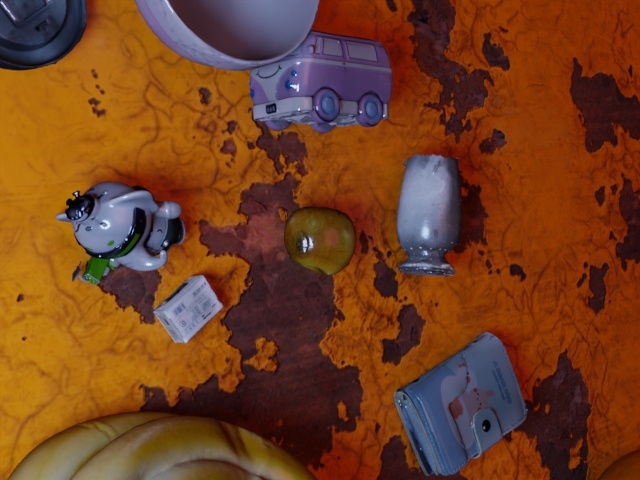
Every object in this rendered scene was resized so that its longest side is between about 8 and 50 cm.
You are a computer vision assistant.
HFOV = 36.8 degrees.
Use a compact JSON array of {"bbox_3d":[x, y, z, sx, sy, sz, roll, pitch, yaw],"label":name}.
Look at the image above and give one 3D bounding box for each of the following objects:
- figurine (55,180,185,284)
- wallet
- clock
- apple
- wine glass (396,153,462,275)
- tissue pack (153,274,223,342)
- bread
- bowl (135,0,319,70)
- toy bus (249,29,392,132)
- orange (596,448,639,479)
[{"bbox_3d":[-0.255,-0.020,1.246,0.192,0.147,0.126,22,50,-56],"label":"figurine"},{"bbox_3d":[0.249,0.285,1.668,0.250,0.075,0.176,-25,95,-40],"label":"wallet"},{"bbox_3d":[-0.389,-0.305,1.219,0.185,0.040,0.184,6,80,-39],"label":"clock"},{"bbox_3d":[0.000,0.000,1.474,0.114,0.099,0.102,17,76,-41],"label":"apple"},{"bbox_3d":[0.185,-0.040,1.624,0.111,0.111,0.204,8,82,-40],"label":"wine glass"},{"bbox_3d":[-0.184,0.096,1.341,0.083,0.042,0.062,-45,111,-34],"label":"tissue pack"},{"bbox_3d":[-0.180,0.379,1.177,0.424,0.245,0.328,23,71,-41],"label":"bread"},{"bbox_3d":[-0.152,-0.371,1.357,0.287,0.144,0.286,6,80,-38],"label":"bowl"},{"bbox_3d":[-0.002,-0.242,1.476,0.203,0.142,0.142,-2,92,-41],"label":"toy bus"},{"bbox_3d":[0.698,0.599,1.842,0.424,0.326,0.423,7,78,-39],"label":"orange"}]
